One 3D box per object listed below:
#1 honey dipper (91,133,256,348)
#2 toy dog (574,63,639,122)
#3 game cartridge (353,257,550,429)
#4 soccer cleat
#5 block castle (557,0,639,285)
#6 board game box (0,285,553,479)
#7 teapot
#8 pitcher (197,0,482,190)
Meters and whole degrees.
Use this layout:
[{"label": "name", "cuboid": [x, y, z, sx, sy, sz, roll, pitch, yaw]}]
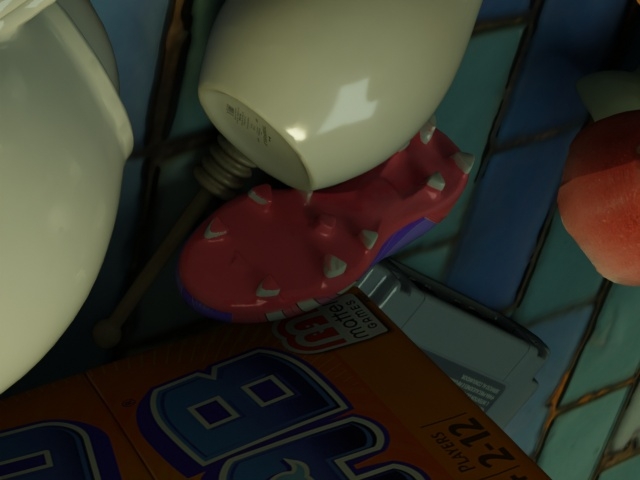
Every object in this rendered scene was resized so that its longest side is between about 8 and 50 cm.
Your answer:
[{"label": "honey dipper", "cuboid": [-0.088, 0.002, 1.125, 0.160, 0.030, 0.030, -54, 147, 15]}, {"label": "toy dog", "cuboid": [0.438, -0.120, 1.302, 0.408, 0.284, 0.395, -39, 172, 16]}, {"label": "game cartridge", "cuboid": [0.041, 0.118, 1.379, 0.198, 0.062, 0.297, -47, 148, 10]}, {"label": "soccer cleat", "cuboid": [0.000, 0.000, 1.153, 0.248, 0.083, 0.095, -32, 164, -43]}, {"label": "block castle", "cuboid": [0.239, -0.211, 0.959, 0.453, 0.303, 0.213, -39, -172, -29]}, {"label": "board game box", "cuboid": [-0.047, 0.297, 1.038, 0.356, 0.356, 0.356, -17, 119, -17]}, {"label": "teapot", "cuboid": [-0.163, -0.063, 0.771, 0.187, 0.256, 0.252, -41, 142, -12]}, {"label": "pitcher", "cuboid": [0.031, -0.119, 1.058, 0.207, 0.125, 0.178, -49, 164, -15]}]
